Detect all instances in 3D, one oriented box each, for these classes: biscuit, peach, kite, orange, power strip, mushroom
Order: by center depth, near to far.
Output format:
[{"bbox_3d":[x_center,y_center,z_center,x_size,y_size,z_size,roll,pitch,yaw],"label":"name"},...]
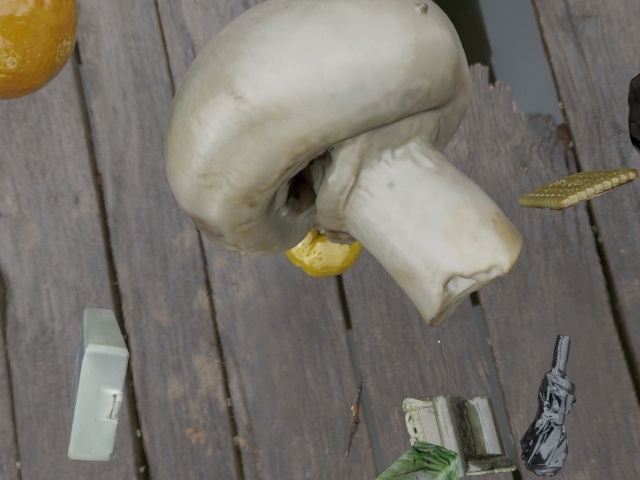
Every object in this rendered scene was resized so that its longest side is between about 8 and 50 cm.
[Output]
[{"bbox_3d":[0.027,-0.055,0.598,0.293,0.292,0.290,-32,75,4],"label":"mushroom"},{"bbox_3d":[-0.254,0.144,0.786,0.043,0.367,0.106,10,87,-19],"label":"power strip"},{"bbox_3d":[-0.397,-0.277,0.827,0.219,0.219,0.193,49,114,12],"label":"orange"},{"bbox_3d":[0.525,-0.109,1.448,0.172,0.254,0.029,-22,96,-2],"label":"biscuit"},{"bbox_3d":[0.000,0.000,1.448,0.179,0.103,0.179,5,42,-4],"label":"peach"},{"bbox_3d":[0.093,0.473,1.832,0.014,0.183,0.241,8,60,13],"label":"kite"}]

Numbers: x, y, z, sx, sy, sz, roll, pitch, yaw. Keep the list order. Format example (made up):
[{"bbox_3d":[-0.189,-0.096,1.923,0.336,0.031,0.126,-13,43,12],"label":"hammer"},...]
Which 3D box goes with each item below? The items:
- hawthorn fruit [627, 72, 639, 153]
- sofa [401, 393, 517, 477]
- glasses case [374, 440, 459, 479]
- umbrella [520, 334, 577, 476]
[{"bbox_3d":[0.707,-0.234,1.254,0.316,0.316,0.315,-1,82,9],"label":"hawthorn fruit"},{"bbox_3d":[0.330,0.438,1.587,0.182,0.258,0.199,-25,65,32],"label":"sofa"},{"bbox_3d":[0.049,0.304,0.687,0.062,0.272,0.095,9,109,37],"label":"glasses case"},{"bbox_3d":[0.558,0.395,1.679,0.118,0.118,0.339,10,81,11],"label":"umbrella"}]
